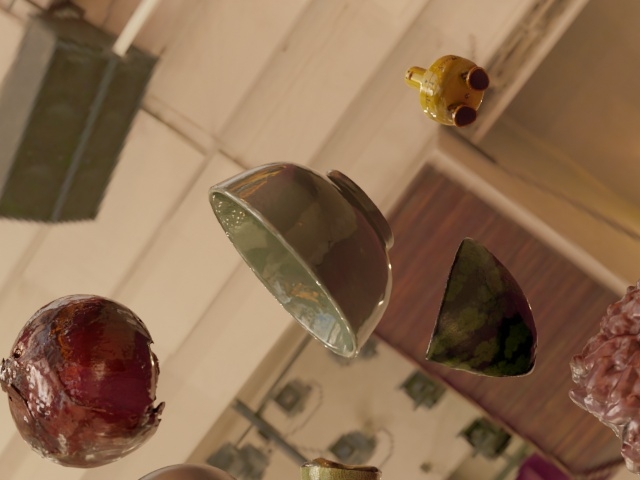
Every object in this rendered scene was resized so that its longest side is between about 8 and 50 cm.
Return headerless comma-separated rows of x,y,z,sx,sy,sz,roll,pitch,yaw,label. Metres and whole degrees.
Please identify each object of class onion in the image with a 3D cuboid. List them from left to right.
-0.370,0.219,1.927,0.276,0.276,0.276,31,-158,-14,onion

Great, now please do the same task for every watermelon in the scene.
0.140,0.065,1.159,0.125,0.094,0.135,7,-109,-25,watermelon

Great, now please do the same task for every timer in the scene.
0.190,-0.229,1.871,0.107,0.107,0.109,15,-170,-43,timer

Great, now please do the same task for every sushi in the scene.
0.354,0.160,1.131,0.270,0.171,0.236,39,-167,-37,sushi

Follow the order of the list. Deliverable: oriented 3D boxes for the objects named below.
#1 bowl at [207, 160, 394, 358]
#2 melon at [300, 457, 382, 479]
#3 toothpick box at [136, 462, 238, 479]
0.000,0.000,1.609,0.289,0.146,0.289,46,165,16,bowl
0.038,0.485,2.396,0.160,0.128,0.079,3,177,1,melon
-0.123,0.359,1.289,0.229,0.229,0.316,18,-173,-39,toothpick box
